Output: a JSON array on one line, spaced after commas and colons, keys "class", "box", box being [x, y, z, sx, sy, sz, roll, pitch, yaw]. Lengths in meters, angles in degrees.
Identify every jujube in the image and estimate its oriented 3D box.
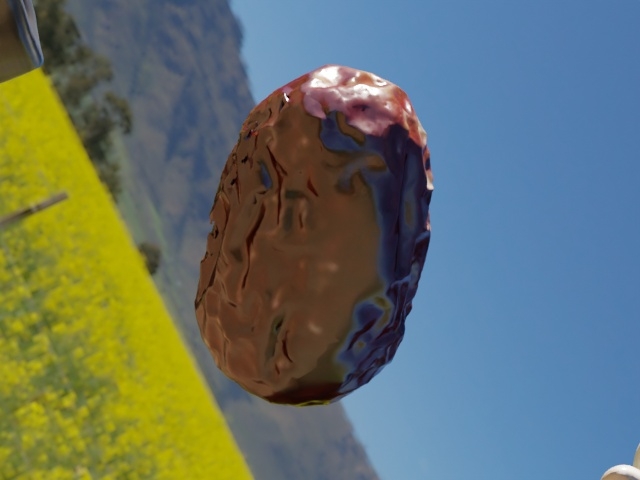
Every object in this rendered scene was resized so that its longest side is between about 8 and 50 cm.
[{"class": "jujube", "box": [0.000, 0.000, 0.461, 0.077, 0.077, 0.129, 57, -38, 41]}]

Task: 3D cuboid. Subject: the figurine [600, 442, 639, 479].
[{"class": "figurine", "box": [0.174, 0.198, 0.648, 0.155, 0.127, 0.236, 47, -31, 32]}]

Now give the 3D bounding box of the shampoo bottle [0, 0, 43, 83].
[{"class": "shampoo bottle", "box": [-0.348, -0.110, 0.799, 0.126, 0.350, 0.084, 81, -8, -49]}]
